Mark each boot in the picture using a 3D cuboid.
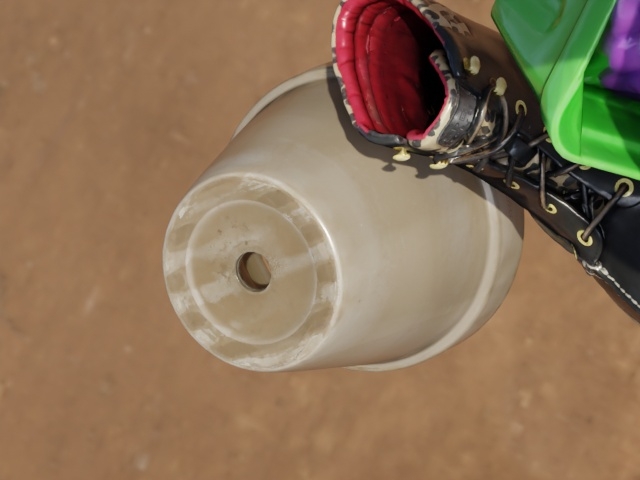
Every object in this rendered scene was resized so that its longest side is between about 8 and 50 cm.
[{"bbox_3d":[0.183,-0.068,1.608,0.138,0.284,0.377,-49,47,25],"label":"boot"}]

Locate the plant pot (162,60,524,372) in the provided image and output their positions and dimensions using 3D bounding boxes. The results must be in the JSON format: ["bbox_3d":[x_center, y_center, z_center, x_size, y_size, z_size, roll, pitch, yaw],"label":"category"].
[{"bbox_3d":[0.000,0.000,1.842,0.323,0.280,0.323,7,106,25],"label":"plant pot"}]

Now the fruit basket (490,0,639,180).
[{"bbox_3d":[0.348,-0.134,1.253,0.283,0.392,0.392,-65,31,17],"label":"fruit basket"}]
